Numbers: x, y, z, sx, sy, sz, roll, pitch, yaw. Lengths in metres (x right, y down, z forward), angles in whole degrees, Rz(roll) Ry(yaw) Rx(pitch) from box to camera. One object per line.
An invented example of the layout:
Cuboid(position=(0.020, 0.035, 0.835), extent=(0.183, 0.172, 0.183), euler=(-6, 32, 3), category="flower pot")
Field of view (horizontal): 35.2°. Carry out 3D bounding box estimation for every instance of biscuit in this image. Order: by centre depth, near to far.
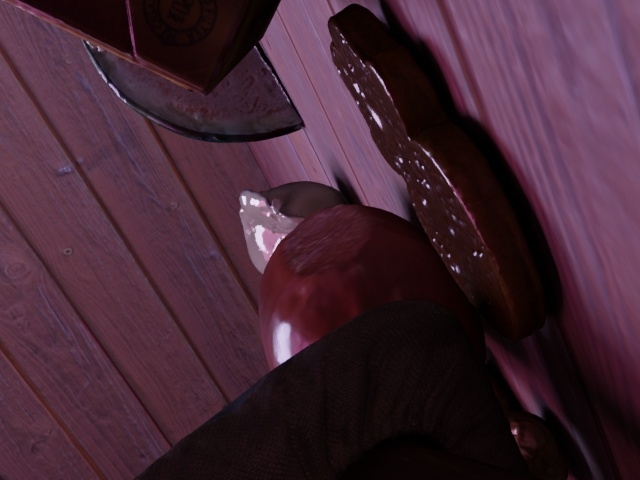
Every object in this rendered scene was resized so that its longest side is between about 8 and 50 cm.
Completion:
Cuboid(position=(0.056, -0.033, 0.474), extent=(0.175, 0.026, 0.124), euler=(60, 176, 11), category="biscuit")

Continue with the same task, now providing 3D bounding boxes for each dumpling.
Cuboid(position=(0.002, -0.002, 1.052), extent=(0.155, 0.181, 0.111), euler=(22, 113, 36), category="dumpling")

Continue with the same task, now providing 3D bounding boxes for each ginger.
Cuboid(position=(0.112, 0.127, 0.702), extent=(0.133, 0.059, 0.214), euler=(56, 178, 11), category="ginger")

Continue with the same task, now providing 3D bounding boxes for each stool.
Cuboid(position=(0.047, 0.235, 0.462), extent=(0.226, 0.310, 0.310), euler=(28, 152, 49), category="stool")

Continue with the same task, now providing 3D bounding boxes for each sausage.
Cuboid(position=(0.027, 0.052, 0.664), extent=(0.148, 0.148, 0.254), euler=(62, 176, -17), category="sausage")

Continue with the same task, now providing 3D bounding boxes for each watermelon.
Cuboid(position=(-0.143, -0.217, 1.143), extent=(0.224, 0.180, 0.305), euler=(-26, -100, -49), category="watermelon")

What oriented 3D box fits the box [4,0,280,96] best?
Cuboid(position=(-0.136, -0.166, 0.503), extent=(0.240, 0.071, 0.159), euler=(25, -160, -4), category="box")
